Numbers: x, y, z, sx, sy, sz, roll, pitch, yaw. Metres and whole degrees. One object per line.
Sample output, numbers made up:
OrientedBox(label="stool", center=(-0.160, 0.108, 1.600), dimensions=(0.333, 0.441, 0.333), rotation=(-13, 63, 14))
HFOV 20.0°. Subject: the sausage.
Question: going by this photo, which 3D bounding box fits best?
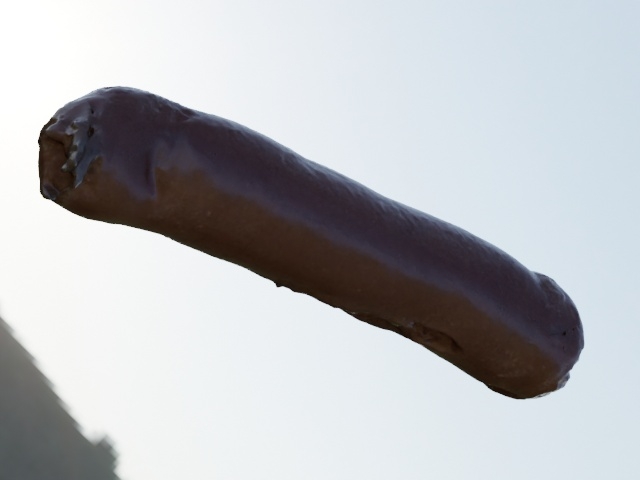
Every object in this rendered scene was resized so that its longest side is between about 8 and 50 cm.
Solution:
OrientedBox(label="sausage", center=(0.000, 0.000, 0.452), dimensions=(0.158, 0.036, 0.042), rotation=(23, 10, -27))
